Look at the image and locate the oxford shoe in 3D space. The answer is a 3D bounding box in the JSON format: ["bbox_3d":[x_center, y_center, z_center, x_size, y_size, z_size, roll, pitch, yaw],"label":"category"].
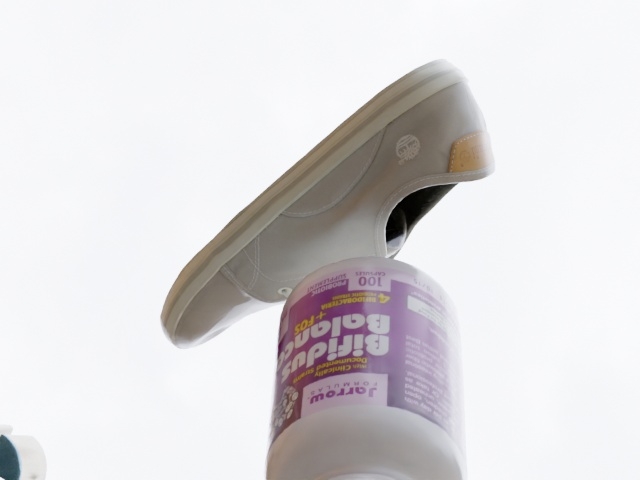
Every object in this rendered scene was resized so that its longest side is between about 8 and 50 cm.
[{"bbox_3d":[0.000,0.000,1.597,0.449,0.169,0.130,-40,-98,33],"label":"oxford shoe"}]

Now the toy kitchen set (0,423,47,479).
[{"bbox_3d":[-0.418,0.247,1.708,0.207,0.122,0.166,26,-89,20],"label":"toy kitchen set"}]

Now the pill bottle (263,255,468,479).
[{"bbox_3d":[0.039,0.163,1.378,0.169,0.301,0.169,1,-53,1],"label":"pill bottle"}]
